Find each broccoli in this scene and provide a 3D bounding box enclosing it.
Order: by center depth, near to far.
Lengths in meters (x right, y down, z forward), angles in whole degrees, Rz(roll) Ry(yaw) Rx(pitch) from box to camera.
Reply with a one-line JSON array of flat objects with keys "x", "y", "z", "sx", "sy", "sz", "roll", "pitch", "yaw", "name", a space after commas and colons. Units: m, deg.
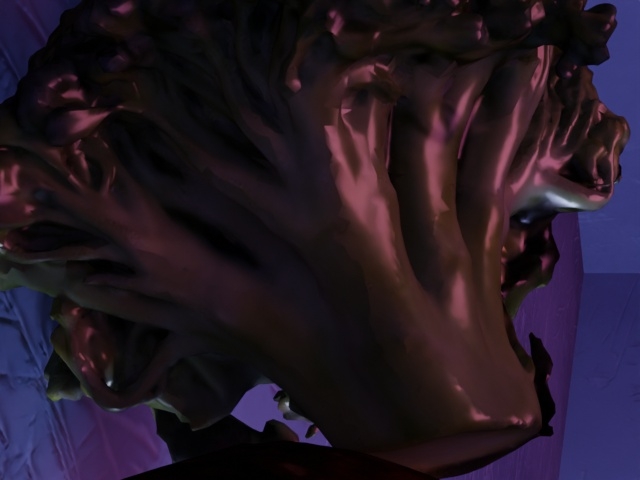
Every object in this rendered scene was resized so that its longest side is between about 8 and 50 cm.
[{"x": -0.006, "y": -0.022, "z": 0.608, "sx": 0.334, "sy": 0.324, "sz": 0.272, "roll": 37, "pitch": 54, "yaw": -56, "name": "broccoli"}]

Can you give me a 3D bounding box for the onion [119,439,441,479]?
[{"x": -0.063, "y": 0.293, "z": 0.447, "sx": 0.398, "sy": 0.420, "sz": 0.398, "roll": 38, "pitch": 31, "yaw": -28, "name": "onion"}]
